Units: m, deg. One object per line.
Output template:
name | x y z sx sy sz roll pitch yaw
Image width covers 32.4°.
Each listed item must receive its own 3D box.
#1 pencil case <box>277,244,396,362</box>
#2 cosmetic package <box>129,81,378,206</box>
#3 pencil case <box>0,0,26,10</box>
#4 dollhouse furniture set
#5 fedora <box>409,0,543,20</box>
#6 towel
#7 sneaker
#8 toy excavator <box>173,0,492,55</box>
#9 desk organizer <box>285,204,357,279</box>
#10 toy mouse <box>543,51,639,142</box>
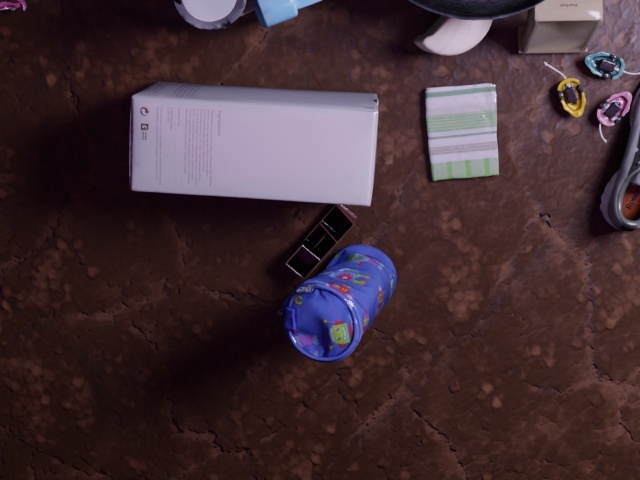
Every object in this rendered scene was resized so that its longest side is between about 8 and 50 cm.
pencil case | 0.030 0.092 1.704 0.133 0.306 0.119 11 104 13
cosmetic package | -0.095 -0.155 1.703 0.366 0.197 0.155 5 105 4
pencil case | -0.567 -0.397 1.727 0.209 0.095 0.098 -5 119 7
dollhouse furniture set | 0.358 -0.421 1.660 0.212 0.161 0.242 0 82 3
fedora | 0.209 -0.457 1.490 0.334 0.152 0.334 0 96 4
towel | 0.228 -0.175 1.769 0.113 0.023 0.152 -3 106 7
sneaker | 0.520 -0.137 1.714 0.100 0.108 0.271 15 103 2
toy excavator | -0.006 -0.426 1.636 0.445 0.222 0.433 -22 103 0
desk organizer | 0.000 0.000 1.809 0.047 0.050 0.130 40 103 -7
toy mouse | 0.447 -0.240 1.730 0.143 0.031 0.161 -25 101 10
